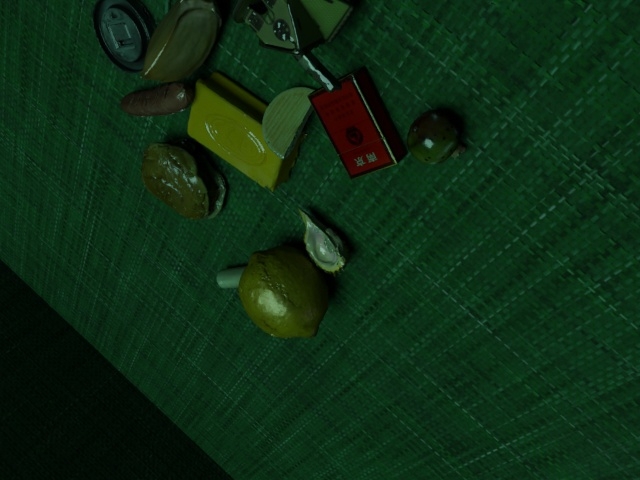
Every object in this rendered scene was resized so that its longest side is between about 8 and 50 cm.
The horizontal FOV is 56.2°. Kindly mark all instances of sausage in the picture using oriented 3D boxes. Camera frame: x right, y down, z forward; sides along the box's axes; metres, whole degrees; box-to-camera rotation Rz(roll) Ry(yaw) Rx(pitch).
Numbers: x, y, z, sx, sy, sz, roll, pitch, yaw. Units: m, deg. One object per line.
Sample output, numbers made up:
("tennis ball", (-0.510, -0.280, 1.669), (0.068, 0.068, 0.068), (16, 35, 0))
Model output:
("sausage", (-0.477, -0.404, 1.738), (0.433, 0.088, 0.088), (10, 128, 52))

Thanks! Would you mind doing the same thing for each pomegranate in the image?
("pomegranate", (0.258, -0.232, 1.344), (0.130, 0.130, 0.130), (20, 131, 25))

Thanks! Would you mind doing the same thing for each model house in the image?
("model house", (-0.009, -0.475, 1.290), (0.279, 0.205, 0.218), (47, 138, 2))

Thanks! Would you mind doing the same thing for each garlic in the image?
("garlic", (-0.331, -0.532, 1.514), (0.151, 0.196, 0.338), (40, 137, -17))

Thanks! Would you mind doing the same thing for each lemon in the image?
("lemon", (-0.106, 0.161, 1.804), (0.310, 0.258, 0.258), (51, 137, 4))

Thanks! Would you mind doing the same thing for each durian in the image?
("durian", (0.011, -0.006, 1.727), (0.224, 0.078, 0.140), (60, 148, 0))

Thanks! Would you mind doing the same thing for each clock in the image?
("clock", (-0.564, -0.601, 1.742), (0.226, 0.049, 0.226), (19, 130, 25))

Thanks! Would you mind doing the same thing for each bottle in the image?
("bottle", (-0.263, 0.123, 2.031), (0.201, 0.072, 0.072), (-9, 115, 41))

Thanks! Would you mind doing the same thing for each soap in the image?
("soap", (-0.211, -0.296, 1.660), (0.324, 0.096, 0.204), (35, 135, 12))

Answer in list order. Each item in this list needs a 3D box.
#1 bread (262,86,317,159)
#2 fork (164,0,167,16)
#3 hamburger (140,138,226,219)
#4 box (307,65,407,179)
("bread", (-0.089, -0.312, 1.530), (0.112, 0.036, 0.193), (28, 91, 18))
("fork", (-0.422, -0.596, 1.657), (0.039, 0.021, 0.235), (28, 133, 12))
("hamburger", (-0.441, -0.185, 1.894), (0.285, 0.134, 0.265), (35, 134, 14))
("box", (0.089, -0.281, 1.460), (0.153, 0.074, 0.240), (-16, 110, 39))
